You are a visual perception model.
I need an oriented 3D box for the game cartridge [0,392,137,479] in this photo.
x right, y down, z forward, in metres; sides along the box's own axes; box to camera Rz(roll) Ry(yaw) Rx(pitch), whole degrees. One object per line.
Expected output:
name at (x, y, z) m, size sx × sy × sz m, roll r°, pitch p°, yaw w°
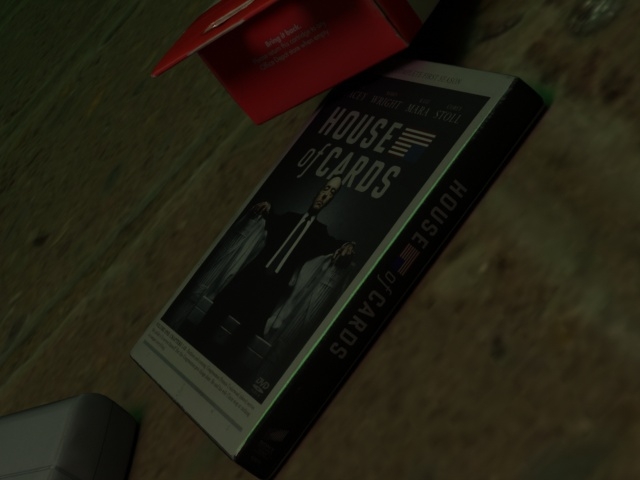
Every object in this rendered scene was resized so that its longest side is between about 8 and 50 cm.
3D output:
game cartridge at (-0.213, 0.224, 0.725) m, size 0.196 × 0.060 × 0.294 m, roll -16°, pitch 42°, yaw 42°

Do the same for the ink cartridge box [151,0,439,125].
ink cartridge box at (0.010, -0.157, 0.785) m, size 0.134 × 0.078 × 0.231 m, roll -23°, pitch 24°, yaw 43°

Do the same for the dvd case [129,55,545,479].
dvd case at (0.000, 0.000, 0.708) m, size 0.239 × 0.029 × 0.179 m, roll -54°, pitch 27°, yaw -5°
